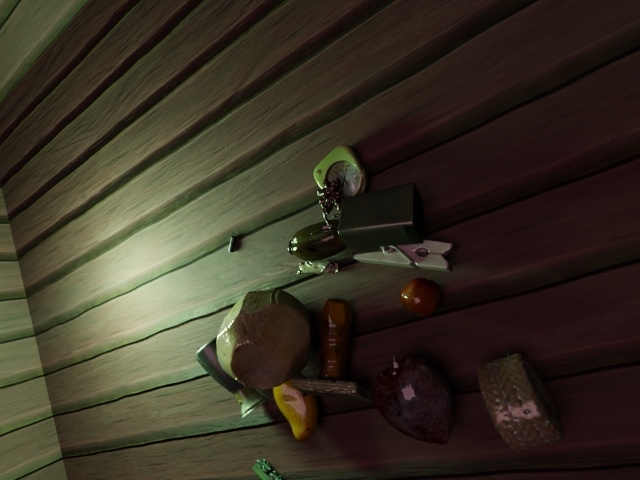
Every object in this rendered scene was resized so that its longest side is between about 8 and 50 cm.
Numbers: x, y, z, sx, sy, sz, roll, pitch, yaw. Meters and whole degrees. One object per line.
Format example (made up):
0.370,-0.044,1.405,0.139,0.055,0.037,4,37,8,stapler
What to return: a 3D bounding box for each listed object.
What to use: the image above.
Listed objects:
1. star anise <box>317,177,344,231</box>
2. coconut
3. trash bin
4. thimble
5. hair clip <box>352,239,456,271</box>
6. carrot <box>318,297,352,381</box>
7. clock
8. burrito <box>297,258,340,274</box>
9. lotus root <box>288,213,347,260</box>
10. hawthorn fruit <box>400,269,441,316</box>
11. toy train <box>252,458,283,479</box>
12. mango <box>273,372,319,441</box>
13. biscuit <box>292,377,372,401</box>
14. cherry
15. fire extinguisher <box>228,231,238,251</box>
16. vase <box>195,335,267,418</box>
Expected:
0.033,-0.120,1.399,0.097,0.070,0.190,-15,75,21,star anise
-0.194,0.340,1.507,0.352,0.352,0.352,2,93,30,coconut
0.190,-0.072,1.319,0.240,0.122,0.164,-6,56,26,trash bin
0.543,0.438,1.144,0.148,0.196,0.229,-31,47,25,thimble
0.257,0.036,1.344,0.331,0.085,0.101,7,76,34,hair clip
0.050,0.355,1.472,0.114,0.114,0.302,7,97,30,carrot
0.092,-0.198,1.444,0.170,0.069,0.232,-39,75,26,clock
-0.010,0.098,1.535,0.171,0.042,0.051,-6,86,33,burrito
0.000,0.000,1.478,0.241,0.123,0.124,-18,55,33,lotus root
0.312,0.168,1.307,0.125,0.125,0.140,-9,75,30,hawthorn fruit
-0.211,0.945,1.696,0.148,0.038,0.071,35,108,25,toy train
-0.085,0.604,1.568,0.157,0.109,0.262,-24,81,16,mango
0.039,0.517,1.457,0.252,0.150,0.052,-4,61,27,biscuit
0.289,0.482,1.286,0.230,0.203,0.300,-38,82,19,cherry
-0.360,0.007,1.746,0.038,0.025,0.083,11,100,-8,fire extinguisher
-0.351,0.543,1.697,0.173,0.173,0.321,-41,79,25,vase
